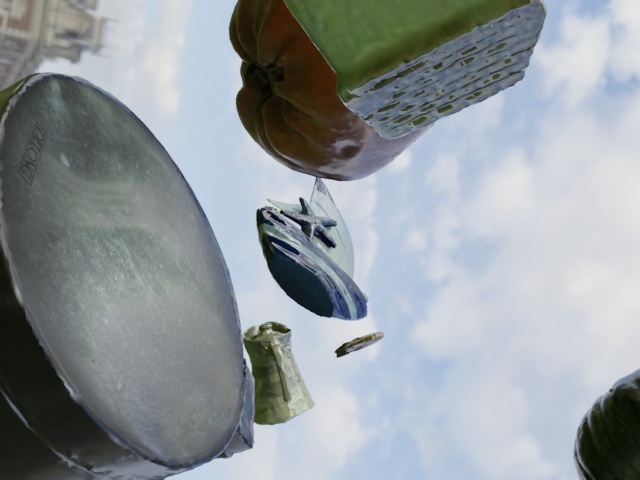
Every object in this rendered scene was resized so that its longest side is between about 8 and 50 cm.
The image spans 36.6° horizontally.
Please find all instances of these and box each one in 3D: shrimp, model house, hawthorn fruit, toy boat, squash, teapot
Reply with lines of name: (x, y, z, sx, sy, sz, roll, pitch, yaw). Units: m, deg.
shrimp: (0.064, 0.184, 1.715, 0.108, 0.059, 0.023, -26, -98, 25)
model house: (0.063, -0.187, 0.612, 0.195, 0.189, 0.214, -24, -157, 13)
hawthorn fruit: (0.049, -0.216, 1.133, 0.277, 0.298, 0.277, 38, -40, 42)
toy boat: (-0.019, -0.010, 1.395, 0.070, 0.210, 0.291, -34, -136, 24)
squash: (0.396, 0.243, 1.108, 0.172, 0.218, 0.218, -76, -170, -54)
teapot: (-0.039, 0.111, 0.825, 0.067, 0.057, 0.083, 167, -91, -74)

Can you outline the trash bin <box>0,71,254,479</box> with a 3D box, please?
trash bin: (-0.216, 0.067, 0.510, 0.301, 0.252, 0.203, -23, -139, 17)
